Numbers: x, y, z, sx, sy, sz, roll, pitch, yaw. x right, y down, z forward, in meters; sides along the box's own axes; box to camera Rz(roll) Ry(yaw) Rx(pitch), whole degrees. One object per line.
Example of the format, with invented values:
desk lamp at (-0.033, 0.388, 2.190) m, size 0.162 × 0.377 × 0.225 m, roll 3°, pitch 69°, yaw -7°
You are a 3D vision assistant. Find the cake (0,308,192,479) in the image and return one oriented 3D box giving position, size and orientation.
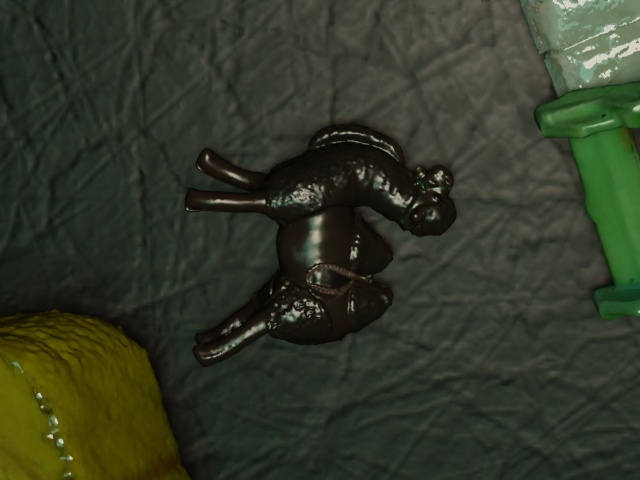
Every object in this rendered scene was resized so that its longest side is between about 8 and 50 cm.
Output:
cake at (-0.177, 0.178, 1.110) m, size 0.179 × 0.156 × 0.260 m, roll -16°, pitch 93°, yaw 25°

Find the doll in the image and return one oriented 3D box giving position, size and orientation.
doll at (0.000, 0.000, 1.110) m, size 0.165 × 0.057 × 0.139 m, roll -4°, pitch 96°, yaw 2°

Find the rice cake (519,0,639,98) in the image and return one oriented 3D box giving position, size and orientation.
rice cake at (0.218, -0.165, 1.064) m, size 0.211 × 0.038 × 0.124 m, roll -17°, pitch 97°, yaw 9°

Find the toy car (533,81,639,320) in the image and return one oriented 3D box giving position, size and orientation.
toy car at (0.318, -0.050, 1.005) m, size 0.359 × 0.176 × 0.213 m, roll -22°, pitch 110°, yaw 2°
